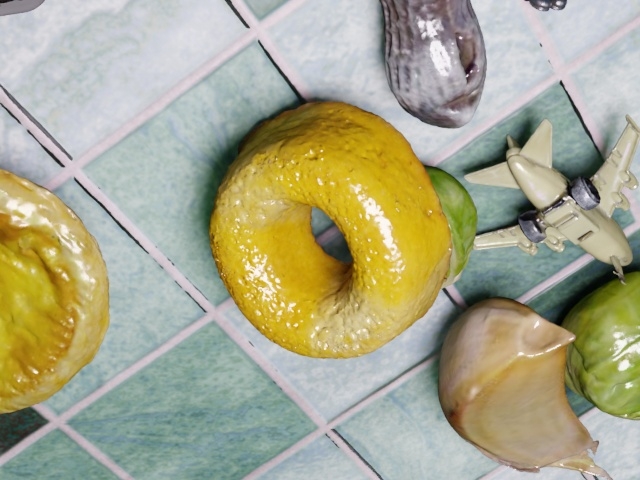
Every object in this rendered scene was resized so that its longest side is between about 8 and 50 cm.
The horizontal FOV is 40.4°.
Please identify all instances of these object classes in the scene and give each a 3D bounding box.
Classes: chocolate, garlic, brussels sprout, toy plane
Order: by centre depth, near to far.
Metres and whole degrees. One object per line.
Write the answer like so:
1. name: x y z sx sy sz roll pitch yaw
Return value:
1. chocolate: 0.107 -0.229 0.877 0.110 0.110 0.248 -13 118 -4
2. brussels sprout: 0.108 -0.010 0.993 0.155 0.117 0.155 -1 102 -7
3. toy plane: 0.297 -0.037 1.035 0.256 0.104 0.242 40 120 -21
4. garlic: 0.254 0.215 1.099 0.151 0.196 0.338 -51 131 -30
5. brussels sprout: 0.405 0.130 1.112 0.223 0.161 0.223 -21 133 -25

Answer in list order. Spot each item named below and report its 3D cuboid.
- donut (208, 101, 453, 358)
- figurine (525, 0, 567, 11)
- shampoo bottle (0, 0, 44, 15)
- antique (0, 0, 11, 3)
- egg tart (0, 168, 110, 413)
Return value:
1. donut: 0.002 0.002 0.910 0.277 0.108 0.278 11 118 20
2. figurine: 0.247 -0.310 0.890 0.077 0.079 0.136 -13 146 -30
3. shampoo bottle: -0.297 -0.251 0.813 0.165 0.040 0.080 -10 116 -5
4. antique: -0.284 -0.334 0.672 0.255 0.185 0.322 -11 128 -13
5. egg tart: -0.378 0.047 0.917 0.319 0.128 0.319 -4 118 -9
